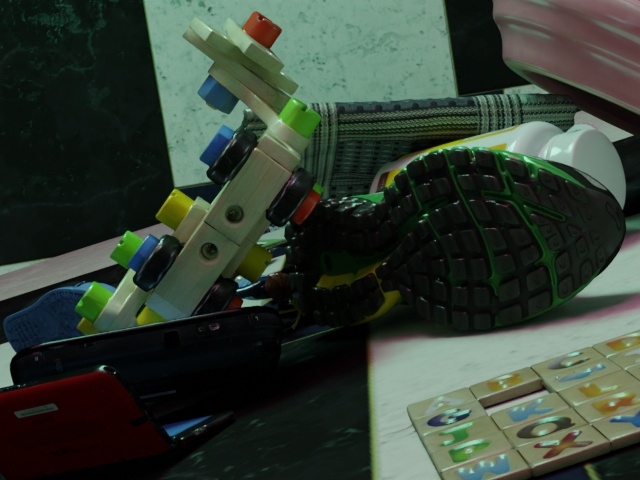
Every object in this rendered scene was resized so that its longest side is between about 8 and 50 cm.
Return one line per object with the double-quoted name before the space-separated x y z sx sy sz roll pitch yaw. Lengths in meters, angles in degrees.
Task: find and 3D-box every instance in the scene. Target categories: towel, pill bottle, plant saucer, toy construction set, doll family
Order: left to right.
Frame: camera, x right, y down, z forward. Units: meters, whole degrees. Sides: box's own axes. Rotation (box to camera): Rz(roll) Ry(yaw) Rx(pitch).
"toy construction set" -0.087 -0.022 1.227 0.151 0.327 0.215 21 10 -3
"doll family" -0.007 0.037 1.383 0.193 0.076 0.111 -26 14 -25
"towel" 0.069 -0.069 1.503 0.312 0.056 0.324 -3 -13 -5
"pill bottle" 0.155 -0.037 1.330 0.215 0.117 0.117 -12 8 41
"plant saucer" 0.297 -0.146 1.381 0.332 0.084 0.332 25 5 -2

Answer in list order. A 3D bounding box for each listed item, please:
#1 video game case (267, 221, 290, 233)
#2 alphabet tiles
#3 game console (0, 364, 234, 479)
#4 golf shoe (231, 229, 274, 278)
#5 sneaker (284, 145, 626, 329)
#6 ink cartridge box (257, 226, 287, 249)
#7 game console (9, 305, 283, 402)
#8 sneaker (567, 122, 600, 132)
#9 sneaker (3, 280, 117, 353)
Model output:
"video game case" 0.019 -0.043 2.109 0.210 0.041 0.232 -21 7 -39
"alphabet tiles" 0.169 0.076 0.817 0.237 0.009 0.198 -19 6 -1
"game console" -0.156 0.118 1.041 0.144 0.124 0.085 -15 33 28
"golf shoe" -0.130 0.020 1.866 0.086 0.067 0.186 -15 7 34
"sneaker" 0.112 -0.011 1.171 0.146 0.134 0.343 -16 6 -32
"ink cartridge box" 0.000 0.000 1.738 0.235 0.056 0.171 -24 7 -20
"game console" -0.206 0.110 1.119 0.361 0.044 0.213 -9 -20 -9
"sneaker" 0.255 -0.074 1.679 0.077 0.072 0.178 -34 5 -25
"sneaker" -0.266 0.077 1.690 0.090 0.081 0.232 -32 13 -39
